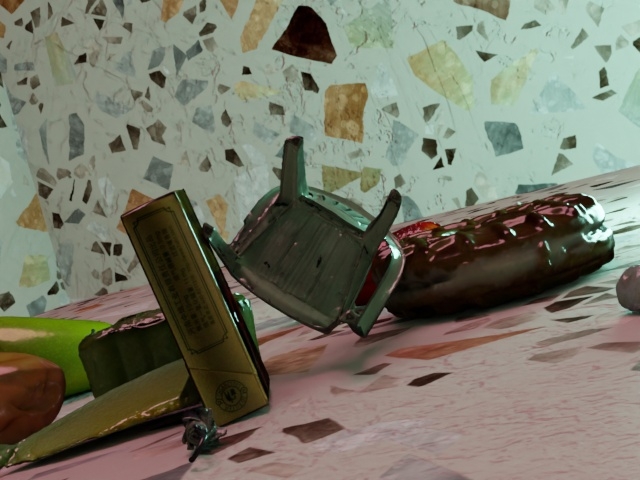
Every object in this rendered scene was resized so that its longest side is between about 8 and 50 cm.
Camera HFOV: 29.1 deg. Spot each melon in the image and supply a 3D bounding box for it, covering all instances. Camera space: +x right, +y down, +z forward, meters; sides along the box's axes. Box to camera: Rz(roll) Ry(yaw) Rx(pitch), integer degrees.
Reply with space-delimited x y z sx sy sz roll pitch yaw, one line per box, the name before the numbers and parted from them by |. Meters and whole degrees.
melon | -0.235 0.202 1.340 0.262 0.053 0.114 -22 15 -14

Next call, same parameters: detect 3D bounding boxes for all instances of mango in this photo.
mango | -0.421 0.177 1.793 0.293 0.142 0.175 -6 -4 -11

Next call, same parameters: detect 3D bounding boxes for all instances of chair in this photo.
chair | 0.000 0.000 1.421 0.190 0.203 0.274 -58 -6 -13

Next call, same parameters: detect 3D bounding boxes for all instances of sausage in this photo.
sausage | -0.419 0.200 1.507 0.241 0.120 0.136 -14 -11 34

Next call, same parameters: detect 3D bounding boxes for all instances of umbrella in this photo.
umbrella | -0.117 0.176 1.199 0.044 0.044 0.269 28 -3 -7

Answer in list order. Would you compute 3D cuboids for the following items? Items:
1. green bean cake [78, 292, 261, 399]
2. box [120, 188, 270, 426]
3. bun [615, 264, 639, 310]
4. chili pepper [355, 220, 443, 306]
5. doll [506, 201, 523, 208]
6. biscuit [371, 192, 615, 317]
green bean cake | -0.180 0.136 1.506 0.214 0.113 0.200 -16 1 -5
box | -0.129 0.066 1.307 0.071 0.240 0.159 -24 3 -3
bun | 0.331 0.043 1.228 0.083 0.045 0.083 -11 2 0
chili pepper | 0.084 0.040 1.872 0.388 0.110 0.110 -12 4 15
doll | 0.273 -0.005 1.979 0.207 0.081 0.129 -18 15 9
biscuit | 0.224 0.020 1.627 0.332 0.103 0.332 -16 4 1
